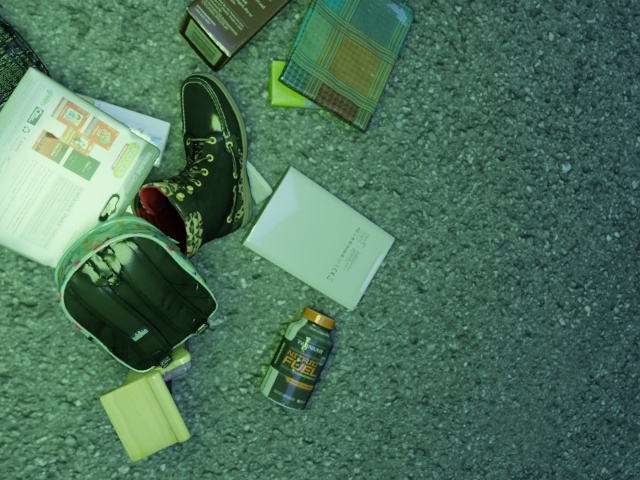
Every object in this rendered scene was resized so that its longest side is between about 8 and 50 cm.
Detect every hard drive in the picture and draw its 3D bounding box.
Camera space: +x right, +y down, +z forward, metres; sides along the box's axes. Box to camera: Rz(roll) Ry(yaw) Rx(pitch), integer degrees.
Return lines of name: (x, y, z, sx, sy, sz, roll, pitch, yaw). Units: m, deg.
hard drive: (0.000, 0.000, 1.454, 0.353, 0.047, 0.233, 33, 84, -20)

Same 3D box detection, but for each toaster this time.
toaster: (-0.666, -0.360, 1.142, 0.185, 0.110, 0.168, -42, 108, -11)

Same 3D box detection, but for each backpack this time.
backpack: (-0.343, 0.083, 1.013, 0.225, 0.191, 0.253, -41, 131, -6)

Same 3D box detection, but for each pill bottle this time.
pill bottle: (-0.049, 0.297, 1.423, 0.130, 0.130, 0.246, 26, 86, -20)

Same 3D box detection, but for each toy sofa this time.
toy sofa: (-0.339, 0.296, 1.196, 0.177, 0.362, 0.150, -22, 102, -11)

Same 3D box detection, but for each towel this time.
towel: (0.075, -0.494, 1.401, 0.271, 0.040, 0.370, 27, 77, -20)

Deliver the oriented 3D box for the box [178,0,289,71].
box: (-0.139, -0.576, 1.266, 0.381, 0.191, 0.143, -46, 108, -10)

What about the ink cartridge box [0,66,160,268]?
ink cartridge box: (-0.509, -0.119, 1.076, 0.271, 0.130, 0.310, 33, 84, -21)

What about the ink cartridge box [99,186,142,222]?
ink cartridge box: (-0.520, -0.052, 1.217, 0.307, 0.129, 0.223, 23, 86, -20)

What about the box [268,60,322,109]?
box: (-0.041, -0.389, 1.399, 0.178, 0.042, 0.109, -1, 96, -20)

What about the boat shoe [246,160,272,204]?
boat shoe: (-0.199, -0.165, 1.361, 0.063, 0.066, 0.184, -47, 118, -11)

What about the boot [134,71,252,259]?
boot: (-0.275, -0.150, 1.192, 0.138, 0.284, 0.378, 5, 116, 21)

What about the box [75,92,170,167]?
box: (-0.449, -0.239, 1.230, 0.203, 0.114, 0.103, 15, 92, -20)
